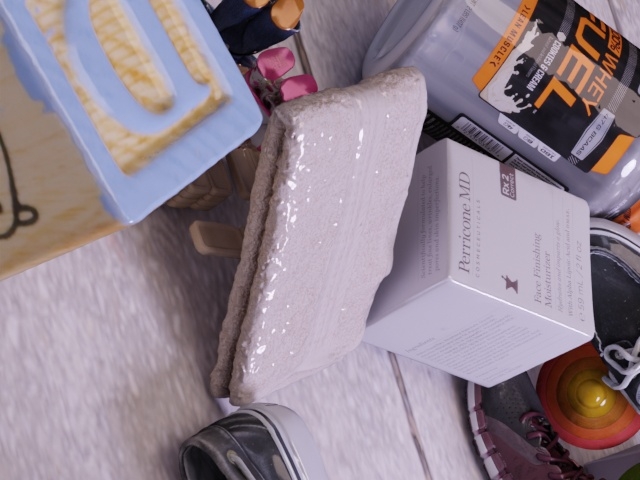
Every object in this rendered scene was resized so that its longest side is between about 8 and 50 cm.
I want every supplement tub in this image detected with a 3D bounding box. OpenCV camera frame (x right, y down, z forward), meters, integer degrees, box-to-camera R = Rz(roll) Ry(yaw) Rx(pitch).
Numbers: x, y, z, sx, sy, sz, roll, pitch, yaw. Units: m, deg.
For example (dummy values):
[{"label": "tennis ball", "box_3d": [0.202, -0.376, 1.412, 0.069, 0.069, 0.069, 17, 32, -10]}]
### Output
[{"label": "supplement tub", "box_3d": [0.215, -0.146, 1.664, 0.316, 0.193, 0.193, 33, 48, -13]}]

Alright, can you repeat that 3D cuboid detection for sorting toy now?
[{"label": "sorting toy", "box_3d": [0.334, 0.260, 1.663, 0.365, 0.127, 0.126, 61, 8, 10]}]

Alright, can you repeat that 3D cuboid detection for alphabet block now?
[{"label": "alphabet block", "box_3d": [-0.197, -0.099, 1.208, 0.193, 0.197, 0.192, -40, 104, -51]}]

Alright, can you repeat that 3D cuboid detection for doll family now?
[{"label": "doll family", "box_3d": [-0.091, -0.198, 1.394, 0.263, 0.163, 0.118, 50, 62, -11]}]

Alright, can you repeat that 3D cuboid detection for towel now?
[{"label": "towel", "box_3d": [0.000, 0.000, 1.389, 0.187, 0.049, 0.282, -23, 133, -50]}]

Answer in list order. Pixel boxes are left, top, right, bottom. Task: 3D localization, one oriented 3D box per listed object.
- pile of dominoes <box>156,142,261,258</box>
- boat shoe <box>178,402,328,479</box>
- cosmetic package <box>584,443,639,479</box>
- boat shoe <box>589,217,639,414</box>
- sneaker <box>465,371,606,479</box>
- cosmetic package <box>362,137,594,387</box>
[{"label": "pile of dominoes", "box_3d": [-0.076, -0.060, 1.469, 0.251, 0.040, 0.196, 8, 55, -53]}, {"label": "boat shoe", "box_3d": [-0.026, 0.296, 1.318, 0.119, 0.121, 0.335, -14, 74, -44]}, {"label": "cosmetic package", "box_3d": [0.383, 0.331, 1.788, 0.127, 0.107, 0.238, -4, 74, -51]}, {"label": "boat shoe", "box_3d": [0.325, 0.116, 1.613, 0.306, 0.113, 0.105, 60, 15, -5]}, {"label": "sneaker", "box_3d": [0.249, 0.224, 1.623, 0.106, 0.162, 0.281, -5, 78, -51]}, {"label": "cosmetic package", "box_3d": [0.139, 0.025, 1.567, 0.184, 0.151, 0.151, 21, 55, -31]}]
